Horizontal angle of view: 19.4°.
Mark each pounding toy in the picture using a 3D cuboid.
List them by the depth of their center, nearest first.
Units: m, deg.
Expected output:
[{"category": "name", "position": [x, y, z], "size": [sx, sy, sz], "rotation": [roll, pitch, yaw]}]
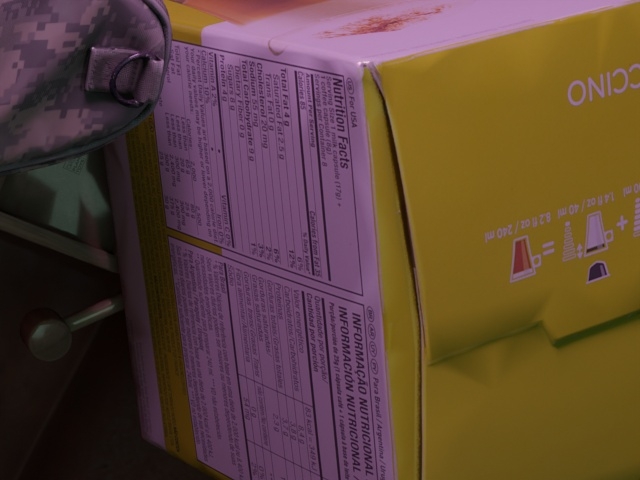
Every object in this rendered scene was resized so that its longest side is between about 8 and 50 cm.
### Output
[{"category": "pounding toy", "position": [-0.185, -0.017, 1.403], "size": [0.181, 0.094, 0.206], "rotation": [22, 92, -30]}]

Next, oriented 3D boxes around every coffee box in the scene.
[{"category": "coffee box", "position": [0.077, -0.015, 1.311], "size": [0.338, 0.334, 0.338], "rotation": [-17, 110, -33]}]

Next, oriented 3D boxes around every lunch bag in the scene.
[{"category": "lunch bag", "position": [-0.252, -0.175, 1.204], "size": [0.256, 0.305, 0.212], "rotation": [4, 119, -29]}]
